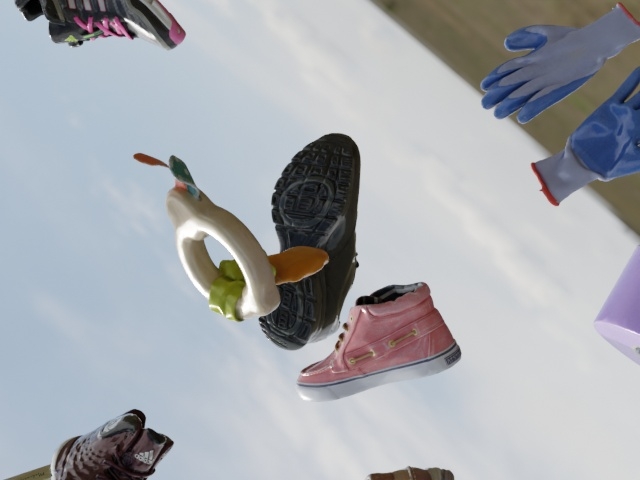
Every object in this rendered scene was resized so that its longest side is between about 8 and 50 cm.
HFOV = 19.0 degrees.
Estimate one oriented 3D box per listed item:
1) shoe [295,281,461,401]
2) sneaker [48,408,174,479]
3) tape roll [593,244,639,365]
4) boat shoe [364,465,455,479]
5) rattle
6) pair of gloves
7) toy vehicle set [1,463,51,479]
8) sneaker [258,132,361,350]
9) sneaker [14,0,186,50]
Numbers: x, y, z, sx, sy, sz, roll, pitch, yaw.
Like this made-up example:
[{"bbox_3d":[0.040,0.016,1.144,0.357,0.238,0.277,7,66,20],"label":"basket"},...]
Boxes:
[{"bbox_3d":[0.040,0.090,1.731,0.063,0.178,0.081,-35,-75,-52],"label":"shoe"},{"bbox_3d":[-0.248,0.292,2.226,0.106,0.162,0.281,40,-156,-27],"label":"sneaker"},{"bbox_3d":[0.397,0.109,1.790,0.275,0.090,0.275,30,174,3],"label":"tape roll"},{"bbox_3d":[0.048,0.368,2.144,0.116,0.324,0.123,12,-146,-16],"label":"boat shoe"},{"bbox_3d":[-0.082,-0.031,1.892,0.199,0.143,0.130,61,164,-9],"label":"rattle"},{"bbox_3d":[0.229,-0.126,1.655,0.198,0.159,0.023,62,-175,36],"label":"pair of gloves"},{"bbox_3d":[-0.386,0.394,2.596,0.035,0.267,0.166,-123,16,-63],"label":"toy vehicle set"},{"bbox_3d":[0.000,0.000,2.483,0.109,0.286,0.130,19,-171,30],"label":"sneaker"},{"bbox_3d":[-0.190,-0.188,1.600,0.170,0.075,0.063,29,169,24],"label":"sneaker"}]
